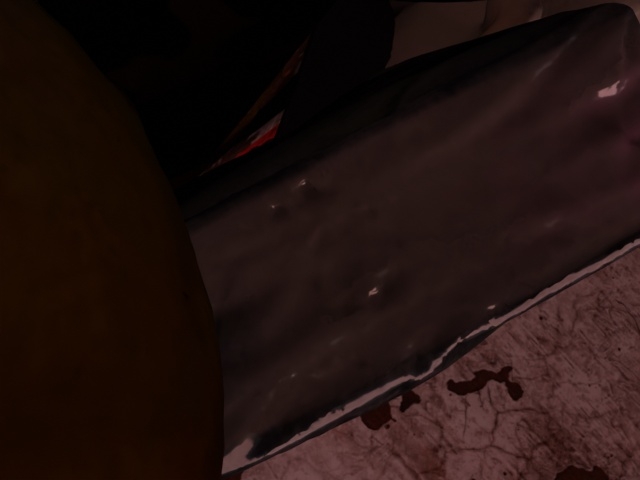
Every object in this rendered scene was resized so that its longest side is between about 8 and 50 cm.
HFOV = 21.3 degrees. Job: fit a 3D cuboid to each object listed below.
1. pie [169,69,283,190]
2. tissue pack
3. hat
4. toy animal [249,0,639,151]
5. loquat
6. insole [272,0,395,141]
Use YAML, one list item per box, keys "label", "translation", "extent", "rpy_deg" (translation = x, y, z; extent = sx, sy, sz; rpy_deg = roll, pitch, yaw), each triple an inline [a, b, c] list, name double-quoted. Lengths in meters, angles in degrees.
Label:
- label: "pie"
  translation: [-0.095, -0.074, 1.096]
  extent: [0.195, 0.046, 0.195]
  rpy_deg: [-43, 173, -6]
- label: "tissue pack"
  translation: [0.000, 0.000, 0.908]
  extent: [0.288, 0.124, 0.394]
  rpy_deg: [-28, -175, -9]
- label: "hat"
  translation: [0.037, -0.140, 0.820]
  extent: [0.366, 0.257, 0.382]
  rpy_deg: [-34, 150, -43]
- label: "toy animal"
  translation: [0.111, -0.087, 1.348]
  extent: [0.196, 0.241, 0.368]
  rpy_deg: [-20, 152, -42]
- label: "loquat"
  translation: [-0.170, 0.050, 0.472]
  extent: [0.276, 0.284, 0.276]
  rpy_deg: [-12, 168, -2]
- label: "insole"
  translation: [-0.025, -0.030, 1.181]
  extent: [0.119, 0.009, 0.348]
  rpy_deg: [38, 68, -46]
